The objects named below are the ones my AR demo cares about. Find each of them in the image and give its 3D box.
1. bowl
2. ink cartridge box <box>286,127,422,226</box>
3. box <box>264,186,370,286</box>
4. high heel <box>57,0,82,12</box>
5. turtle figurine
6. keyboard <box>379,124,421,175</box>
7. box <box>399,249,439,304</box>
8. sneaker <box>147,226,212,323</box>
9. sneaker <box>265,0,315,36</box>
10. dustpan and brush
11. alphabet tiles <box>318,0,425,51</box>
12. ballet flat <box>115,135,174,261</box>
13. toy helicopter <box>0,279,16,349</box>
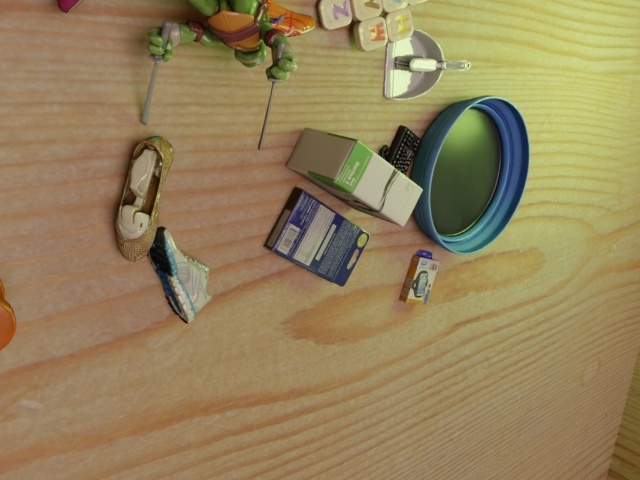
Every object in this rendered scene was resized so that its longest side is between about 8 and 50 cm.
[{"bbox_3d":[0.374,-0.161,1.392,0.391,0.077,0.392,-15,115,-35],"label":"bowl"},{"bbox_3d":[0.070,-0.122,1.098,0.219,0.160,0.093,29,88,-41],"label":"ink cartridge box"},{"bbox_3d":[0.000,0.000,1.167,0.225,0.036,0.137,31,85,-40],"label":"box"},{"bbox_3d":[-0.314,-0.426,0.728,0.117,0.082,0.244,30,86,-40],"label":"high heel"},{"bbox_3d":[-0.141,-0.276,0.774,0.275,0.197,0.266,-48,160,-11],"label":"turtle figurine"},{"bbox_3d":[0.162,-0.165,1.252,0.108,0.023,0.180,25,88,-42],"label":"keyboard"},{"bbox_3d":[0.253,0.094,1.415,0.081,0.028,0.136,11,100,-41],"label":"box"},{"bbox_3d":[-0.239,0.048,0.976,0.083,0.071,0.191,-37,133,-33],"label":"sneaker"},{"bbox_3d":[-0.079,-0.380,0.948,0.175,0.064,0.068,-12,116,-36],"label":"sneaker"},{"bbox_3d":[0.237,-0.379,1.211,0.211,0.060,0.147,-12,113,-36],"label":"dustpan and brush"},{"bbox_3d":[0.101,-0.515,1.061,0.277,0.021,0.284,-26,116,-27],"label":"alphabet tiles"},{"bbox_3d":[-0.287,-0.066,0.881,0.067,0.073,0.206,-4,106,-84],"label":"ballet flat"},{"bbox_3d":[-0.561,0.180,0.707,0.234,0.140,0.355,20,95,-40],"label":"toy helicopter"}]
